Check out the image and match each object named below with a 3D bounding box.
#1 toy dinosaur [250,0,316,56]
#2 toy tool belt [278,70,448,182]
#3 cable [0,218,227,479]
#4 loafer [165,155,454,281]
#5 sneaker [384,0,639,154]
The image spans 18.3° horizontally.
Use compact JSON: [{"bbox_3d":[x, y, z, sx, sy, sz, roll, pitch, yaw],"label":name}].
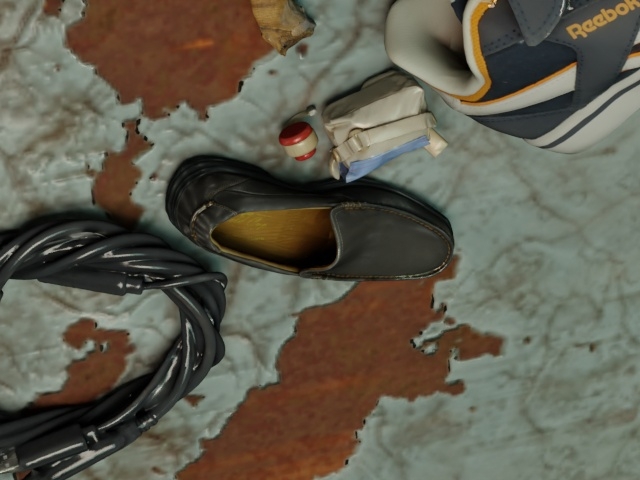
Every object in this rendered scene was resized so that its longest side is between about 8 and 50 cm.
[{"bbox_3d":[-0.041,-0.178,0.978,0.112,0.064,0.211,-32,122,3],"label":"toy dinosaur"},{"bbox_3d":[0.024,-0.052,1.073,0.083,0.052,0.051,-25,116,1],"label":"toy tool belt"},{"bbox_3d":[-0.138,0.053,1.091,0.184,0.047,0.150,-29,117,2],"label":"cable"},{"bbox_3d":[0.000,0.000,1.088,0.170,0.061,0.062,7,114,-21],"label":"loafer"},{"bbox_3d":[0.140,-0.144,0.948,0.127,0.126,0.321,17,147,-19],"label":"sneaker"}]
